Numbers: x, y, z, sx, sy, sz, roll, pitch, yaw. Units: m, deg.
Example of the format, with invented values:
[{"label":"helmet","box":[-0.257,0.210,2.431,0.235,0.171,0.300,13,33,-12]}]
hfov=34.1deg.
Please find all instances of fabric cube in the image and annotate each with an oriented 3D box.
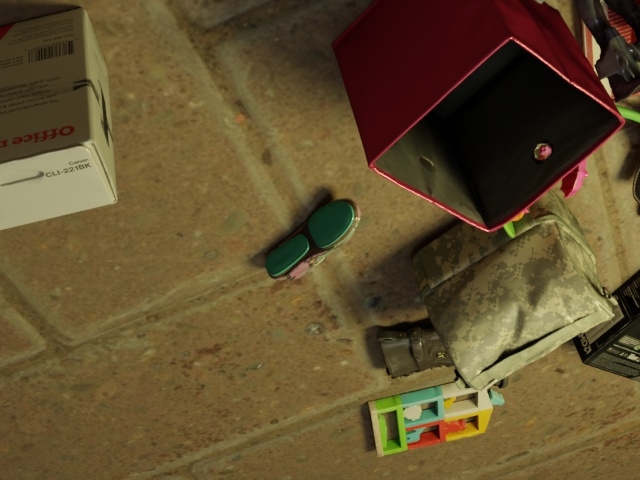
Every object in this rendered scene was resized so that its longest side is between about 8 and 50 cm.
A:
[{"label":"fabric cube","box":[0.208,-0.214,1.435,0.259,0.258,0.254,26,124,-36]}]

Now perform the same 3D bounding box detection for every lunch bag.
[{"label":"lunch bag","box":[0.332,0.092,1.805,0.305,0.256,0.212,-32,135,19]}]

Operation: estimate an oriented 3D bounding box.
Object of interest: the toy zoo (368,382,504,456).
[{"label":"toy zoo","box":[0.256,0.379,2.265,0.293,0.030,0.192,-12,138,-2]}]

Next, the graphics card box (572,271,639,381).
[{"label":"graphics card box","box":[0.709,0.135,2.079,0.233,0.094,0.371,18,128,-32]}]

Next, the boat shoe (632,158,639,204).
[{"label":"boat shoe","box":[0.567,-0.152,1.692,0.092,0.103,0.285,-24,152,-29]}]

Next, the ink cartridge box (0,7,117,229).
[{"label":"ink cartridge box","box":[-0.373,-0.153,1.326,0.197,0.272,0.114,-13,138,-1]}]

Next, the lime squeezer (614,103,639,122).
[{"label":"lime squeezer","box":[0.387,-0.190,1.623,0.310,0.058,0.110,-9,138,-9]}]

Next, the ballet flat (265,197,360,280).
[{"label":"ballet flat","box":[0.000,0.000,1.759,0.221,0.076,0.079,-39,152,31]}]

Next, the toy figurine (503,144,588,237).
[{"label":"toy figurine","box":[0.341,-0.108,1.663,0.159,0.130,0.173,-26,130,15]}]

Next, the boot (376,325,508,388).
[{"label":"boot","box":[0.241,0.229,2.071,0.229,0.091,0.263,-18,135,12]}]

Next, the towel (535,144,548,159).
[{"label":"towel","box":[0.355,-0.184,1.682,0.110,0.027,0.148,2,135,-19]}]

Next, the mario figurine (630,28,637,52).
[{"label":"mario figurine","box":[0.584,-0.264,1.480,0.321,0.198,0.170,17,134,-28]}]

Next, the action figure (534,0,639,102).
[{"label":"action figure","box":[0.363,-0.328,1.367,0.185,0.285,0.099,-32,169,-12]}]

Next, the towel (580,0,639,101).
[{"label":"towel","box":[0.555,-0.331,1.574,0.329,0.037,0.237,-16,140,5]}]
